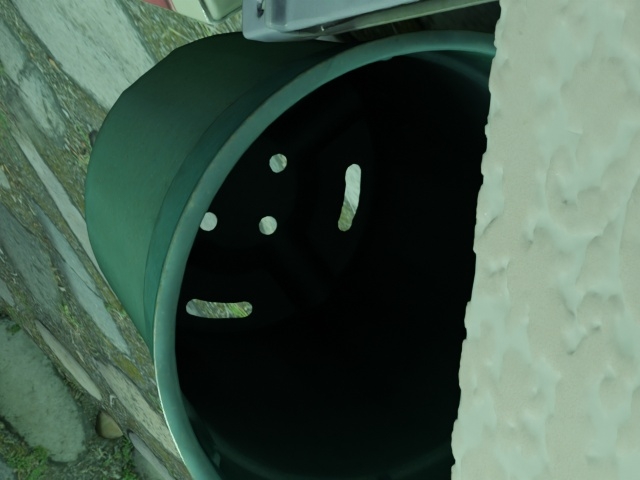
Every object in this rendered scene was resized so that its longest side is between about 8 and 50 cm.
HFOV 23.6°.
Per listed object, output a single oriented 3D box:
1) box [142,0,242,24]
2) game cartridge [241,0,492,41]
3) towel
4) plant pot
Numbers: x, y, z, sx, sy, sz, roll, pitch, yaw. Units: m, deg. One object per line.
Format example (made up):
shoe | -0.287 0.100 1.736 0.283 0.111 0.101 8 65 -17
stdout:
box | -0.098 -0.255 1.066 0.232 0.148 0.127 25 146 52
game cartridge | 0.040 -0.227 0.764 0.355 0.068 0.230 -176 82 -67
towel | 0.174 0.014 0.698 0.317 0.053 0.332 23 110 60
plant pot | 0.000 0.000 1.064 0.341 0.341 0.334 63 167 -25
